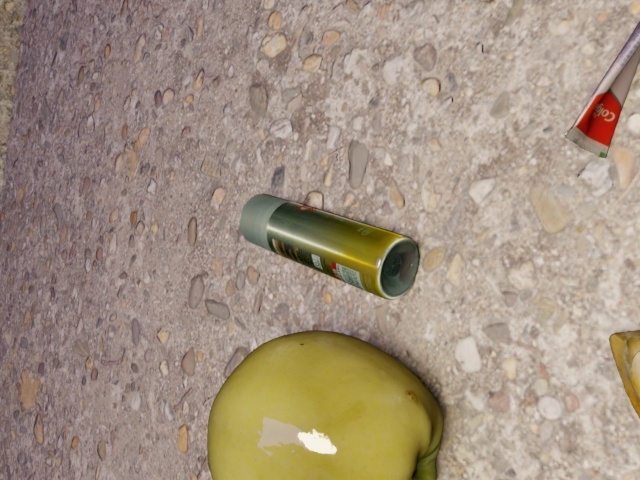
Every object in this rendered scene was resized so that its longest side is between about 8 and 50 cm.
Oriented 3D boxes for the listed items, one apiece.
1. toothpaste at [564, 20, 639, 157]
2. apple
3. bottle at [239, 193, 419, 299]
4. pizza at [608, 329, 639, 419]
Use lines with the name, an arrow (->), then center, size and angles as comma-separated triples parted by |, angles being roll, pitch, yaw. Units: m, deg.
toothpaste -> 0.323, -0.220, 0.584 | 0.048, 0.075, 0.301 | 32, 103, 20
apple -> 0.009, 0.227, 0.694 | 0.262, 0.262, 0.263 | -10, 75, 43
bottle -> 0.000, 0.000, 0.852 | 0.286, 0.082, 0.082 | 19, 96, 45
pizza -> 0.381, 0.096, 0.463 | 0.297, 0.071, 0.189 | -28, 60, 32
